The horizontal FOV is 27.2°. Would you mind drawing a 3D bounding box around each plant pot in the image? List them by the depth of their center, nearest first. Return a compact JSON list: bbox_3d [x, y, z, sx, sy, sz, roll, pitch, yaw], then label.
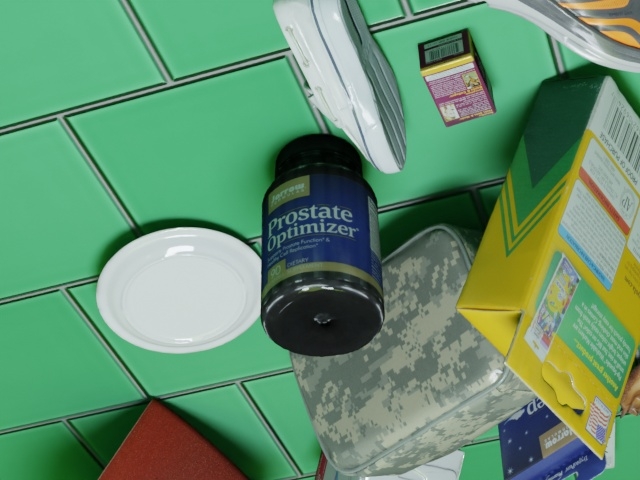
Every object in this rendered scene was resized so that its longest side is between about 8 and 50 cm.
[{"bbox_3d":[-0.195,0.420,1.728,0.236,0.267,0.267,26,137,5],"label":"plant pot"}]

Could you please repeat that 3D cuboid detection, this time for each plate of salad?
[{"bbox_3d":[-0.160,0.055,1.537,0.200,0.048,0.199,-6,131,-7],"label":"plate of salad"}]

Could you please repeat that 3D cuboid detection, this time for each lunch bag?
[{"bbox_3d":[0.152,0.130,1.510,0.256,0.212,0.305,7,143,-46],"label":"lunch bag"}]

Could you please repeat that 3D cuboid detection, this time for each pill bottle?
[{"bbox_3d":[0.000,0.000,1.349,0.123,0.219,0.122,-1,138,-1],"label":"pill bottle"}]

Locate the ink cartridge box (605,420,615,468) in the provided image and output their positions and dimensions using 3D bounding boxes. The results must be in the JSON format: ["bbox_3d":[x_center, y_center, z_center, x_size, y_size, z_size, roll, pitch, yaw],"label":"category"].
[{"bbox_3d":[0.339,0.236,1.757,0.097,0.046,0.207,-8,138,5],"label":"ink cartridge box"}]

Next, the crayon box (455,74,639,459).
[{"bbox_3d":[0.249,0.025,1.313,0.083,0.323,0.203,0,147,43],"label":"crayon box"}]

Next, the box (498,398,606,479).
[{"bbox_3d":[0.269,0.202,1.581,0.036,0.225,0.136,26,131,-27],"label":"box"}]

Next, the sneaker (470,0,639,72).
[{"bbox_3d":[0.244,-0.262,1.133,0.321,0.124,0.180,15,137,-18],"label":"sneaker"}]

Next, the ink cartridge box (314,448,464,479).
[{"bbox_3d":[0.084,0.299,1.698,0.128,0.127,0.176,15,179,-16],"label":"ink cartridge box"}]

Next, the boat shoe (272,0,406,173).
[{"bbox_3d":[0.021,-0.159,1.290,0.076,0.083,0.226,-6,128,23],"label":"boat shoe"}]

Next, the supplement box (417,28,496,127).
[{"bbox_3d":[0.135,-0.159,1.306,0.055,0.043,0.083,-16,136,15],"label":"supplement box"}]

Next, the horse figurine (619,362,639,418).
[{"bbox_3d":[0.456,0.135,1.626,0.175,0.066,0.263,-1,147,10],"label":"horse figurine"}]
